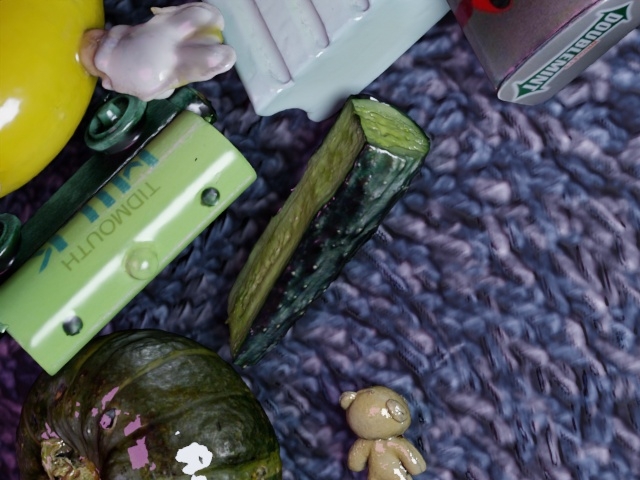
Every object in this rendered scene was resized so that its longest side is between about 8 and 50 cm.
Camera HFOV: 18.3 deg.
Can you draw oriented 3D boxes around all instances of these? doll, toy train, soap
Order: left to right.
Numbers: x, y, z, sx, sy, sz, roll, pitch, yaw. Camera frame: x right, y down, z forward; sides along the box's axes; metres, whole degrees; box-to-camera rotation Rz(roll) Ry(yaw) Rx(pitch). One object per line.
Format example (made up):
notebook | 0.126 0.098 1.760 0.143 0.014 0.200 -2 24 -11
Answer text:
doll | -0.256 -0.094 1.443 0.348 0.161 0.423 30 73 39
toy train | -0.158 -0.005 1.460 0.253 0.105 0.157 -44 33 -7
soap | -0.025 -0.238 1.437 0.160 0.087 0.265 -41 64 30
doll | 0.042 0.147 1.384 0.061 0.051 0.093 -1 88 33

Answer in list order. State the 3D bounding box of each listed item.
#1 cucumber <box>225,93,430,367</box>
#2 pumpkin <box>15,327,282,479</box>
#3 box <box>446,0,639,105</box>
cucumber | 0.002 0.000 1.426 0.211 0.062 0.078 -59 26 28
pumpkin | -0.129 0.172 1.455 0.224 0.157 0.223 9 102 44
box | 0.123 -0.213 1.329 0.120 0.069 0.224 -39 63 31
